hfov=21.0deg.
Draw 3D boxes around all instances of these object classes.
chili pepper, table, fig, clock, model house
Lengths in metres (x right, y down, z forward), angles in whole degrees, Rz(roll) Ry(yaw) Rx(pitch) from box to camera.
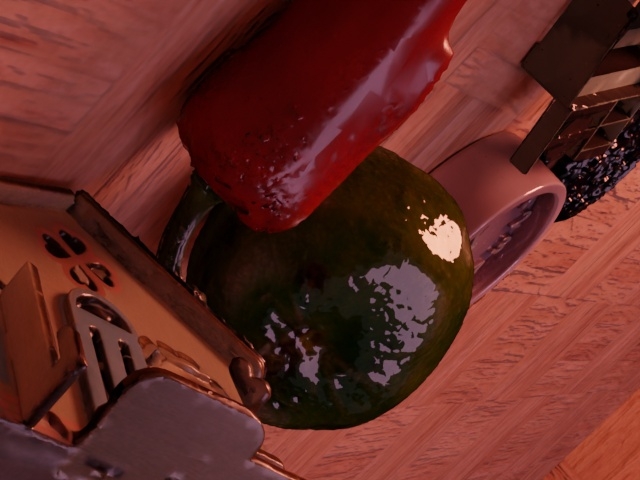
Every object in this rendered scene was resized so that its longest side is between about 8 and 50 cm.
[{"bbox_3d":[0.017,-0.112,1.030,0.387,0.110,0.110,-46,161,5],"label":"chili pepper"},{"bbox_3d":[0.232,-0.145,1.442,0.146,0.062,0.175,-17,148,-52],"label":"table"},{"bbox_3d":[0.000,0.000,1.217,0.203,0.235,0.203,-4,125,-5],"label":"fig"},{"bbox_3d":[0.126,-0.005,1.544,0.197,0.068,0.197,-36,161,-15],"label":"clock"},{"bbox_3d":[-0.133,0.077,0.952,0.326,0.244,0.169,30,108,-34],"label":"model house"}]

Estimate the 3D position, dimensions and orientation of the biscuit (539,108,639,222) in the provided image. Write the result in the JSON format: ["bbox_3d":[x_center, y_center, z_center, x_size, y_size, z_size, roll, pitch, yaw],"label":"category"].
[{"bbox_3d":[0.266,-0.091,1.651,0.194,0.053,0.194,-37,162,-14],"label":"biscuit"}]

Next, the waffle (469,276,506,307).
[{"bbox_3d":[0.129,0.046,1.704,0.148,0.042,0.102,-41,163,-2],"label":"waffle"}]
